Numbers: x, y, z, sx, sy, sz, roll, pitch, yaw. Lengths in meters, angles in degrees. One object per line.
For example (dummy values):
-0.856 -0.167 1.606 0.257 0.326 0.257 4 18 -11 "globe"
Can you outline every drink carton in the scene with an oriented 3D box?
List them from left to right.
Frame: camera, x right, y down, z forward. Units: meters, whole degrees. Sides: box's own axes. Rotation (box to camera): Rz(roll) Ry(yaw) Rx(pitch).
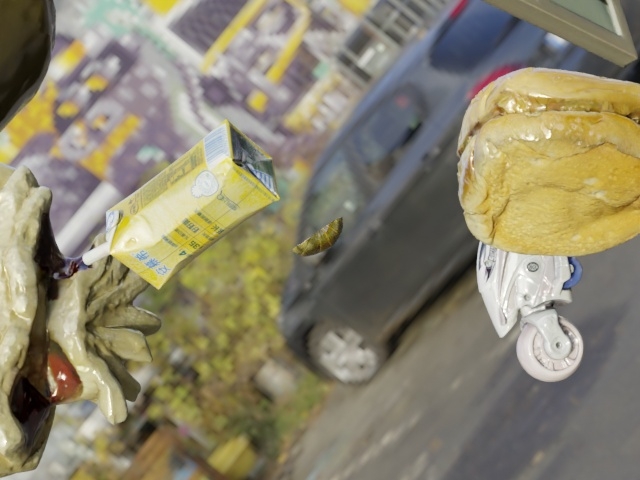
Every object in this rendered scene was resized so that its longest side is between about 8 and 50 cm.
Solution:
-0.133 -0.016 1.389 0.200 0.084 0.074 -37 40 20 "drink carton"

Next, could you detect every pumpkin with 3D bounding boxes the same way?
0.001 0.001 2.061 0.083 0.028 0.050 -31 -2 -17 "pumpkin"

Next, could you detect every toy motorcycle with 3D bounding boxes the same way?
0.219 0.028 1.716 0.112 0.254 0.112 -10 -7 -1 "toy motorcycle"

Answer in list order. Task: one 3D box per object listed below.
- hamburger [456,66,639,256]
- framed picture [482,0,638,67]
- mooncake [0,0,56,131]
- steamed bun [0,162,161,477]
0.218 -0.067 1.439 0.214 0.214 0.108 133 149 -58 "hamburger"
0.106 -0.255 1.017 0.019 0.281 0.209 -30 -29 35 "framed picture"
-0.327 -0.183 1.168 0.155 0.284 0.284 -46 -1 -32 "mooncake"
-0.341 0.111 2.073 0.189 0.247 0.428 -12 61 25 "steamed bun"
